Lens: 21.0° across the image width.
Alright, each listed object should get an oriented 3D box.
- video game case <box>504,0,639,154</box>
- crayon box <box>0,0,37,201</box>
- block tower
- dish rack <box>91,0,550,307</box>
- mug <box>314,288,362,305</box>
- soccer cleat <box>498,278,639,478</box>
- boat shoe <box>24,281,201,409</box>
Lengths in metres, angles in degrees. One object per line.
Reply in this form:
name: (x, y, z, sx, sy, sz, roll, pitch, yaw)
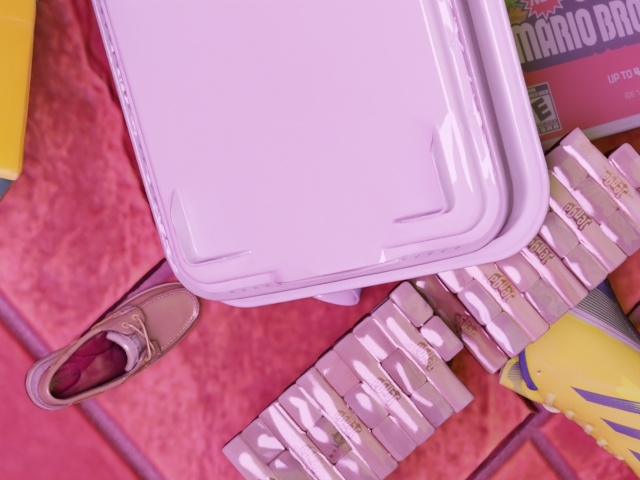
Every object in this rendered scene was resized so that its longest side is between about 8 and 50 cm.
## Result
video game case: (0.196, -0.220, 1.281, 0.204, 0.025, 0.285, -16, 88, -21)
crayon box: (-0.348, -0.193, 1.012, 0.363, 0.106, 0.313, 10, 70, -21)
block tower: (0.087, 0.059, 1.179, 0.335, 0.097, 0.091, -42, 88, 0)
dish rack: (-0.022, -0.122, 1.101, 0.072, 0.285, 0.333, -29, 105, -61)
mug: (0.003, 0.001, 1.220, 0.078, 0.062, 0.064, 31, 71, -26)
soccer cleat: (0.195, 0.097, 1.284, 0.121, 0.093, 0.289, -35, 101, -8)
boat shoe: (-0.134, 0.074, 1.171, 0.135, 0.045, 0.050, -35, 103, -18)
